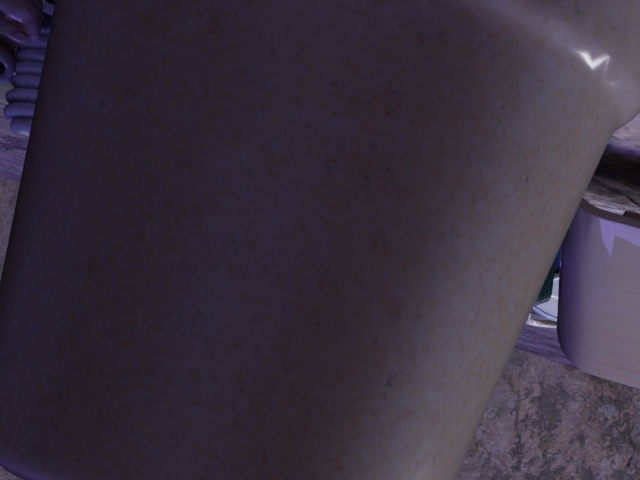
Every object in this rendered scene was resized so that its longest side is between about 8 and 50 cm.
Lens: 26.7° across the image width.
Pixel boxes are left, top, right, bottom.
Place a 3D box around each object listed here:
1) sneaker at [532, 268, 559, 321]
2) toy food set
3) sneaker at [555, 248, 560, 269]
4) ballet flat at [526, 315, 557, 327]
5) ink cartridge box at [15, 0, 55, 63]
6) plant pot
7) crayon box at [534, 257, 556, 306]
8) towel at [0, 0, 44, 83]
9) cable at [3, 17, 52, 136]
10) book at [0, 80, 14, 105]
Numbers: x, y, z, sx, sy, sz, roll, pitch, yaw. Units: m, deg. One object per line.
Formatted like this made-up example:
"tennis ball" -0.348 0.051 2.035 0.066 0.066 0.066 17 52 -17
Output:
"sneaker" 0.230 0.027 1.339 0.258 0.094 0.091 22 177 -30
"toy food set" 0.332 0.041 1.059 0.306 0.092 0.220 14 146 18
"sneaker" 0.118 -0.035 1.204 0.228 0.087 0.092 23 -177 15
"ballet flat" 0.257 0.063 1.687 0.241 0.077 0.091 20 174 -21
"ink cartridge box" -0.219 -0.159 1.188 0.206 0.045 0.208 20 175 -24
"plant pot" -0.014 -0.014 0.655 0.333 0.306 0.334 17 174 2
"crayon box" 0.000 0.000 1.005 0.318 0.081 0.202 6 -175 22
"towel" -0.321 -0.190 0.774 0.331 0.053 0.317 21 -169 -18
"cable" -0.084 -0.094 0.927 0.257 0.089 0.257 8 -176 -17
"book" -0.397 -0.180 1.582 0.144 0.035 0.096 17 177 5
